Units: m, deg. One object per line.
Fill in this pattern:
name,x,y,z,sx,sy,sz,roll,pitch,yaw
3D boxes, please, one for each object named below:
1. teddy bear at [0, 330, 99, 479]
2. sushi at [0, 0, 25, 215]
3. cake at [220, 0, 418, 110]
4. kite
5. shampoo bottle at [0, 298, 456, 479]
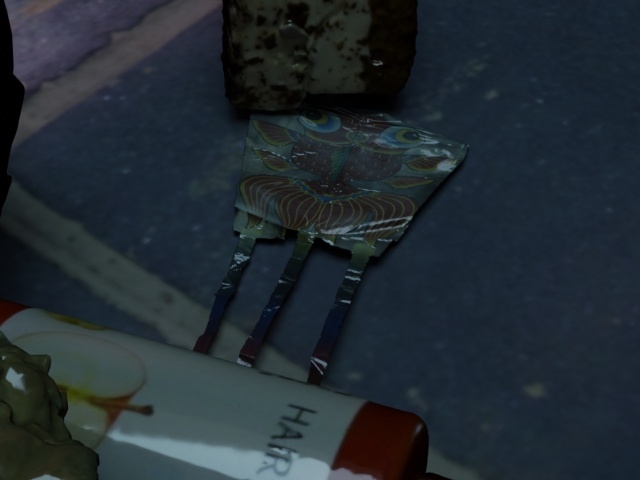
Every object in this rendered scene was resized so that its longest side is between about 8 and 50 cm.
teddy bear,-0.185,0.122,0.422,0.256,0.156,0.267,-39,36,-16
sushi,-0.231,-0.040,0.599,0.213,0.200,0.204,6,34,16
cake,-0.010,-0.202,0.816,0.112,0.135,0.246,-3,44,-4
kite,0.000,-0.002,0.704,0.127,0.016,0.229,7,45,12
shampoo bottle,-0.026,0.104,0.535,0.278,0.104,0.104,14,47,13
